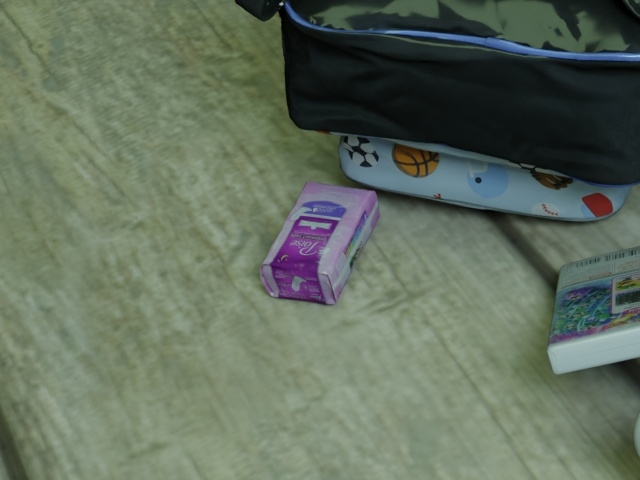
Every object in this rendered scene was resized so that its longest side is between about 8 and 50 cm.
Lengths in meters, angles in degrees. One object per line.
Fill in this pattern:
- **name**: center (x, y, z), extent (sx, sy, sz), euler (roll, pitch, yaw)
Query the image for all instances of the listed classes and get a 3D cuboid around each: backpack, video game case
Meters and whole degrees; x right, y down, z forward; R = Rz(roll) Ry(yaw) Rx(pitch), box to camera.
- **backpack**: center (0.120, -0.153, 0.896), extent (0.276, 0.213, 0.263), euler (14, 52, 12)
- **video game case**: center (0.202, 0.023, 0.761), extent (0.157, 0.019, 0.143), euler (-14, 13, 16)

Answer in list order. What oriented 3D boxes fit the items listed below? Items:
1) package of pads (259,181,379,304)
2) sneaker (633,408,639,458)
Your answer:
- **package of pads**: center (0.000, 0.000, 0.896), extent (0.050, 0.032, 0.083), euler (6, 46, 25)
- **sneaker**: center (0.303, 0.070, 0.696), extent (0.296, 0.104, 0.147), euler (1, 40, 11)
